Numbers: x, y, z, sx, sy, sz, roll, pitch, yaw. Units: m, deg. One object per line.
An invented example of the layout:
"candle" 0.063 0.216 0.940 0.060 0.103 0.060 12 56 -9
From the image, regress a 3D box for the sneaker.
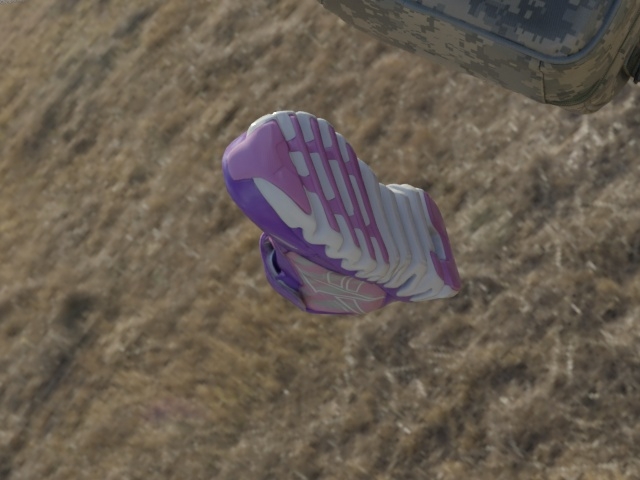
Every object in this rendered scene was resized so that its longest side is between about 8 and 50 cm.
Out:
"sneaker" 0.000 0.000 0.676 0.105 0.236 0.095 -22 65 22

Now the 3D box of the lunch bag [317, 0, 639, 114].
"lunch bag" 0.148 -0.241 0.951 0.305 0.256 0.212 26 85 20

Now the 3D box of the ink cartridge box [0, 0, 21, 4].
"ink cartridge box" -0.306 -0.335 1.122 0.218 0.092 0.158 -15 56 -17
